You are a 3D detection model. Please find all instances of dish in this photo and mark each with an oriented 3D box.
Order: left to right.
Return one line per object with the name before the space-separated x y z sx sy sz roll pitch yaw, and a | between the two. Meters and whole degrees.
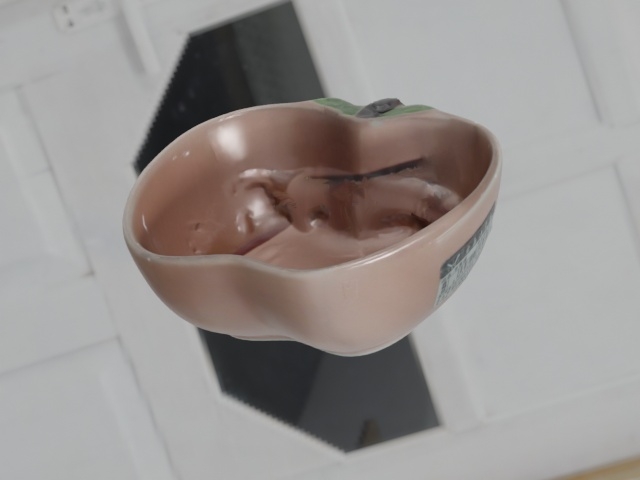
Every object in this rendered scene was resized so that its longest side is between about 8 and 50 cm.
dish | 0.000 0.000 0.841 0.213 0.213 0.090 -87 168 -59
